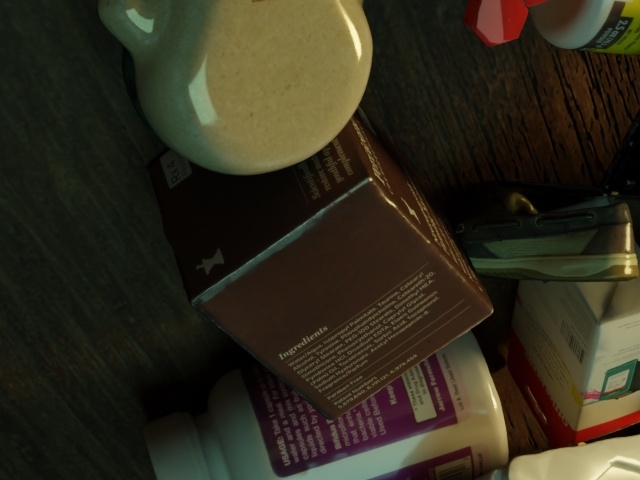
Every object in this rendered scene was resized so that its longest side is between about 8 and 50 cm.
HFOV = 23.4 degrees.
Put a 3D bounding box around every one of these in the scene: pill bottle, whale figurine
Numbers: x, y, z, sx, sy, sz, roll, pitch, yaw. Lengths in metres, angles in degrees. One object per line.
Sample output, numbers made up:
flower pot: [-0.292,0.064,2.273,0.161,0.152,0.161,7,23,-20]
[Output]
pill bottle: [0.275,-0.198,1.187,0.214,0.117,0.117,2,129,-23]
pill bottle: [0.002,0.177,1.381,0.301,0.169,0.169,-17,134,-7]
whale figurine: [-0.064,-0.185,1.077,0.216,0.141,0.272,-17,113,-26]

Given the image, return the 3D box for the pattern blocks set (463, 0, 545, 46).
pattern blocks set: [0.130,-0.319,1.023,0.285,0.026,0.325,32,103,-28]

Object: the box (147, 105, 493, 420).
box: [0.000,0.000,1.220,0.167,0.168,0.203,-34,134,11]

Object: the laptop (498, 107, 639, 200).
laptop: [0.317,-0.099,1.273,0.234,0.137,0.264,2,131,-24]

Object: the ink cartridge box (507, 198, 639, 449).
ink cartridge box: [0.239,0.088,1.407,0.078,0.134,0.231,-16,143,-14]

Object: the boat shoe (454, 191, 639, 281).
boat shoe: [0.165,-0.004,1.298,0.080,0.223,0.073,7,87,-52]

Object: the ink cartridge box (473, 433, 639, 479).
ink cartridge box: [0.159,0.317,1.425,0.279,0.160,0.384,-5,159,-38]

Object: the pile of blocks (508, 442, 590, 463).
pile of blocks: [0.379,0.277,1.617,0.362,0.113,0.149,-2,156,-3]
